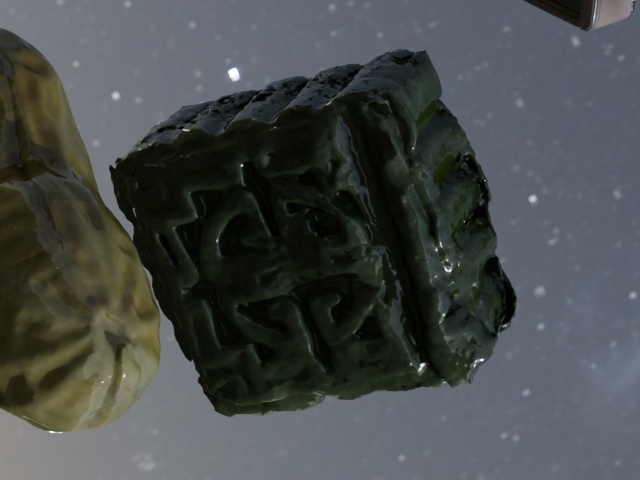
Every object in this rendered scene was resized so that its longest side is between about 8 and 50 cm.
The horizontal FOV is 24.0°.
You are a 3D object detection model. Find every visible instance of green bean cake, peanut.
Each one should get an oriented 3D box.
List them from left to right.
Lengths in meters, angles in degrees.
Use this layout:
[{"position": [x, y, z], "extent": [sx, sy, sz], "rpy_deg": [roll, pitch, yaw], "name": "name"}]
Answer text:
[{"position": [-0.198, -0.012, 1.013], "extent": [0.147, 0.147, 0.305], "rpy_deg": [100, -28, -52], "name": "peanut"}, {"position": [0.000, 0.000, 1.132], "extent": [0.255, 0.132, 0.241], "rpy_deg": [-10, -72, 26], "name": "green bean cake"}]

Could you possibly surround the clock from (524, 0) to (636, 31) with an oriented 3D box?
[{"position": [0.254, -0.326, 1.631], "extent": [0.192, 0.071, 0.147], "rpy_deg": [37, -42, 40], "name": "clock"}]
